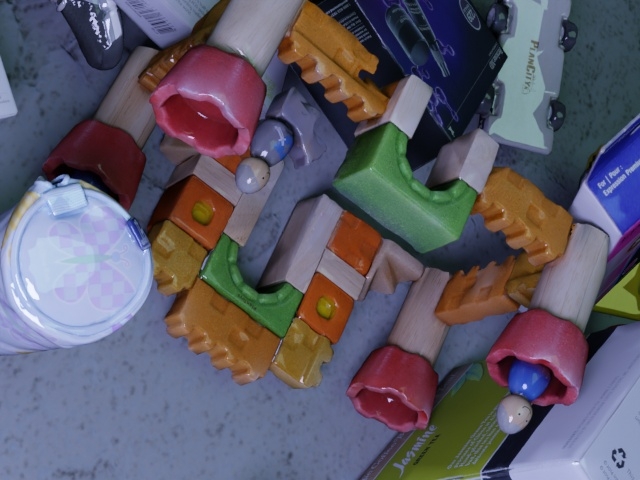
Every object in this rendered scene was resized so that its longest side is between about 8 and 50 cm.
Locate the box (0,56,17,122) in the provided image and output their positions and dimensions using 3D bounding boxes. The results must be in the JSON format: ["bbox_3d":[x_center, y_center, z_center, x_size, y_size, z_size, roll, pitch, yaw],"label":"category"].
[{"bbox_3d":[-0.326,-0.123,1.304,0.102,0.101,0.087,-17,88,-40],"label":"box"}]

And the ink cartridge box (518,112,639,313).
[{"bbox_3d":[0.298,-0.037,1.508,0.176,0.371,0.069,-40,73,-19],"label":"ink cartridge box"}]

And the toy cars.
[{"bbox_3d":[0.267,-0.095,1.746,0.176,0.087,0.394,-30,92,-21],"label":"toy cars"}]

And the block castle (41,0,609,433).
[{"bbox_3d":[0.000,0.000,1.386,0.453,0.303,0.213,37,60,-21],"label":"block castle"}]

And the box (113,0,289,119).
[{"bbox_3d":[-0.086,-0.309,1.505,0.232,0.058,0.322,45,52,-47],"label":"box"}]

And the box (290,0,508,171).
[{"bbox_3d":[0.076,-0.191,1.562,0.184,0.103,0.261,57,28,-13],"label":"box"}]

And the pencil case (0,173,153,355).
[{"bbox_3d":[-0.237,0.028,1.224,0.113,0.273,0.124,-35,101,-30],"label":"pencil case"}]

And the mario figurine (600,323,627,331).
[{"bbox_3d":[0.420,0.188,1.731,0.320,0.170,0.198,10,74,-36],"label":"mario figurine"}]

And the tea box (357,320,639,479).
[{"bbox_3d":[0.262,0.282,1.487,0.220,0.323,0.329,-44,104,-36],"label":"tea box"}]

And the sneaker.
[{"bbox_3d":[-0.268,-0.248,1.407,0.132,0.086,0.229,-20,91,-23],"label":"sneaker"}]
